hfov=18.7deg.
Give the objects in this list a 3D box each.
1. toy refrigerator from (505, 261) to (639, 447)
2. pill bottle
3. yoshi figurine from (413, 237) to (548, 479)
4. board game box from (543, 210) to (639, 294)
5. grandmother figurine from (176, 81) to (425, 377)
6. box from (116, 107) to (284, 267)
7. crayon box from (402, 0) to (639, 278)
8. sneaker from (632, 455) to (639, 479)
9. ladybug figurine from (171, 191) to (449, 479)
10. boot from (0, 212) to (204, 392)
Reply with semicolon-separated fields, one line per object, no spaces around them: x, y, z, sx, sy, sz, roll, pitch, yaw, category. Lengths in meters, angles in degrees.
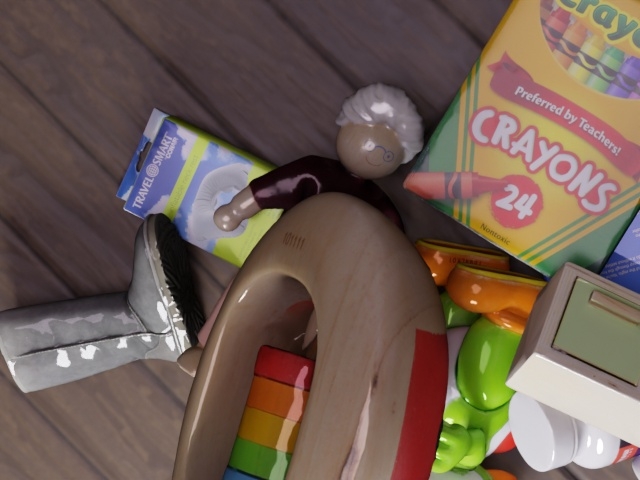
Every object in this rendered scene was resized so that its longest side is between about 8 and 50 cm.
0.316;0.129;1.750;0.269;0.094;0.102;25;63;-2;toy refrigerator
0.281;0.155;1.845;0.193;0.108;0.108;-15;92;-22;pill bottle
0.092;0.186;1.901;0.203;0.203;0.362;17;102;26;yoshi figurine
0.363;-0.080;1.866;0.347;0.078;0.233;-16;91;13;board game box
0.000;0.000;1.923;0.208;0.104;0.342;22;103;-32;grandmother figurine
-0.117;-0.051;1.989;0.178;0.042;0.109;26;99;8;box
0.243;-0.134;1.805;0.202;0.081;0.318;31;100;8;crayon box
0.437;0.273;1.877;0.290;0.106;0.123;38;99;-5;sneaker
-0.004;0.184;1.779;0.162;0.305;0.449;17;92;-32;ladybug figurine
-0.235;0.066;1.994;0.208;0.076;0.189;-3;116;17;boot
